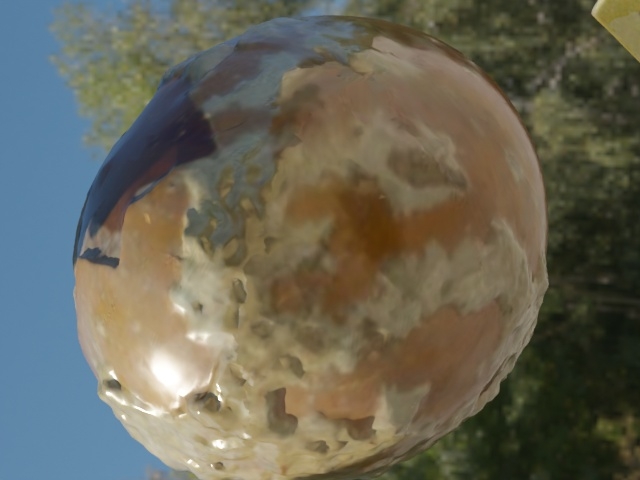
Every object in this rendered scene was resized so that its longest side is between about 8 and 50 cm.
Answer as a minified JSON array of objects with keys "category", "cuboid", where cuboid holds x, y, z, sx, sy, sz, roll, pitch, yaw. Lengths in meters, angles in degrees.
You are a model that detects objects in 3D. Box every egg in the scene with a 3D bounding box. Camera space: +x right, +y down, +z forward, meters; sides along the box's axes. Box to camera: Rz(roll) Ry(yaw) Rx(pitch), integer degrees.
[{"category":"egg","cuboid":[0.000,0.000,0.636,0.233,0.195,0.195,-51,-38,-38]}]

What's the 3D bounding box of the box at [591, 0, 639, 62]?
[{"category":"box","cuboid":[0.191,-0.030,0.350,0.071,0.240,0.159,-35,-15,-30]}]
